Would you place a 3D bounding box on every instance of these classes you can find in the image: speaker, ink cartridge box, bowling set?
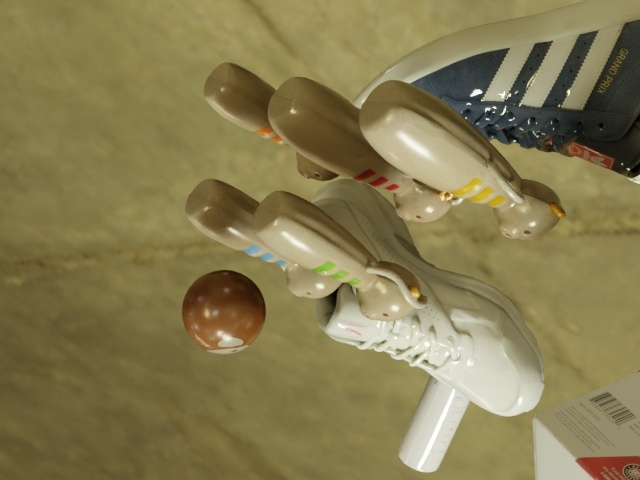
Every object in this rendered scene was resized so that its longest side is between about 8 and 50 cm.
[{"bbox_3d":[0.136,0.202,1.681,0.055,0.055,0.136,26,119,11],"label":"speaker"},{"bbox_3d":[0.206,0.123,0.844,0.099,0.135,0.056,46,149,51],"label":"ink cartridge box"},{"bbox_3d":[0.000,0.000,0.971,0.154,0.200,0.287,32,175,-31],"label":"bowling set"}]

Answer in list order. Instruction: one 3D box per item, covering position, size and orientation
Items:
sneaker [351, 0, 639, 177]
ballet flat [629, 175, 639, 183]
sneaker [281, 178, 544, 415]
[{"bbox_3d":[0.201,-0.113,1.247,0.350,0.148,0.131,-17,169,6],"label":"sneaker"},{"bbox_3d":[0.297,-0.094,1.394,0.070,0.070,0.188,4,151,45],"label":"ballet flat"},{"bbox_3d":[0.055,0.058,1.061,0.232,0.115,0.090,38,128,16],"label":"sneaker"}]
